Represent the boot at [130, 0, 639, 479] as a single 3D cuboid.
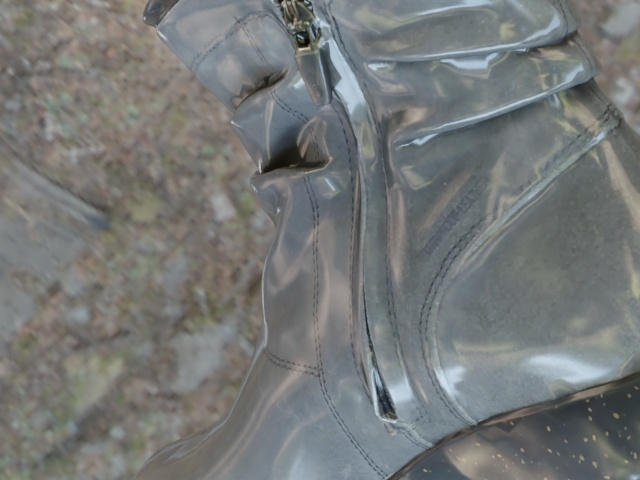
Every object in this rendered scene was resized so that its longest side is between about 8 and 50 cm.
[{"bbox_3d":[0.000,0.000,0.663,0.118,0.338,0.222,-36,97,-46],"label":"boot"}]
